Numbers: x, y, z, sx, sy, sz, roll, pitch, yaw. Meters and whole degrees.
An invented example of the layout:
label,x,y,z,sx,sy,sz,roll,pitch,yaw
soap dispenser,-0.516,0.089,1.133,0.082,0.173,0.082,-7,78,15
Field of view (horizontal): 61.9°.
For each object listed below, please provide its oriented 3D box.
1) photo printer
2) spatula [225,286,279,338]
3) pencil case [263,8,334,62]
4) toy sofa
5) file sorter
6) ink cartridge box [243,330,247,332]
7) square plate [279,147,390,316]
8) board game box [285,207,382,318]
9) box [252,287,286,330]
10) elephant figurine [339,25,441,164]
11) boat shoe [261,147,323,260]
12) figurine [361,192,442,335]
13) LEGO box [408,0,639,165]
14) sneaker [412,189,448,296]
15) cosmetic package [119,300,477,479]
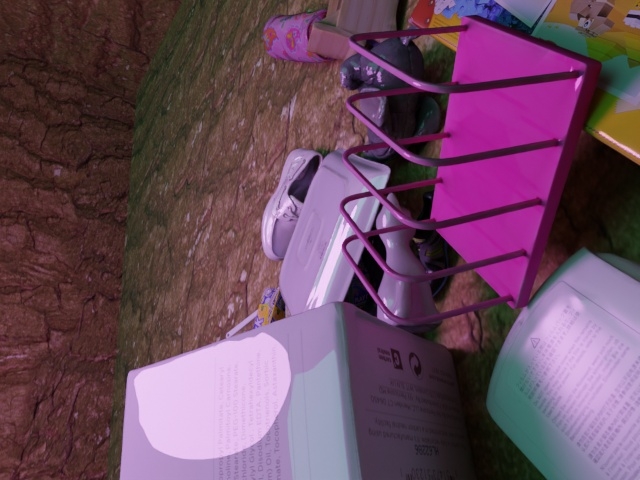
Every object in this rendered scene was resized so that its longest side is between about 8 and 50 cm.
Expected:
label,x,y,z,sx,sy,sz,roll,pitch,yaw
photo printer,0.326,0.169,0.559,0.307,0.107,0.256,47,118,53
spatula,-0.147,0.229,1.300,0.242,0.019,0.168,-39,50,25
pencil case,-0.043,-0.518,1.356,0.284,0.124,0.124,29,104,56
toy sofa,0.096,-0.577,1.160,0.150,0.176,0.363,-167,90,-82
file sorter,0.132,-0.076,0.608,0.202,0.182,0.291,-123,28,-50
ink cartridge box,-0.206,0.360,1.356,0.171,0.056,0.235,7,87,57
square plate,0.000,0.000,1.001,0.344,0.049,0.348,-128,57,-71
board game box,0.027,0.084,1.102,0.317,0.046,0.214,-29,57,49
box,-0.117,0.198,1.232,0.059,0.054,0.169,-3,66,44
elephant figurine,0.135,-0.228,0.976,0.169,0.186,0.240,-12,76,12
boat shoe,-0.062,-0.082,1.245,0.096,0.098,0.277,17,92,58
figurine,0.111,0.054,0.849,0.215,0.092,0.210,105,161,-66
LEGO box,0.370,-0.301,0.574,0.373,0.193,0.500,-60,36,24
sneaker,0.172,0.006,0.871,0.067,0.078,0.188,25,108,56
cosmetic package,-0.028,0.322,0.743,0.393,0.329,0.328,-22,58,28
